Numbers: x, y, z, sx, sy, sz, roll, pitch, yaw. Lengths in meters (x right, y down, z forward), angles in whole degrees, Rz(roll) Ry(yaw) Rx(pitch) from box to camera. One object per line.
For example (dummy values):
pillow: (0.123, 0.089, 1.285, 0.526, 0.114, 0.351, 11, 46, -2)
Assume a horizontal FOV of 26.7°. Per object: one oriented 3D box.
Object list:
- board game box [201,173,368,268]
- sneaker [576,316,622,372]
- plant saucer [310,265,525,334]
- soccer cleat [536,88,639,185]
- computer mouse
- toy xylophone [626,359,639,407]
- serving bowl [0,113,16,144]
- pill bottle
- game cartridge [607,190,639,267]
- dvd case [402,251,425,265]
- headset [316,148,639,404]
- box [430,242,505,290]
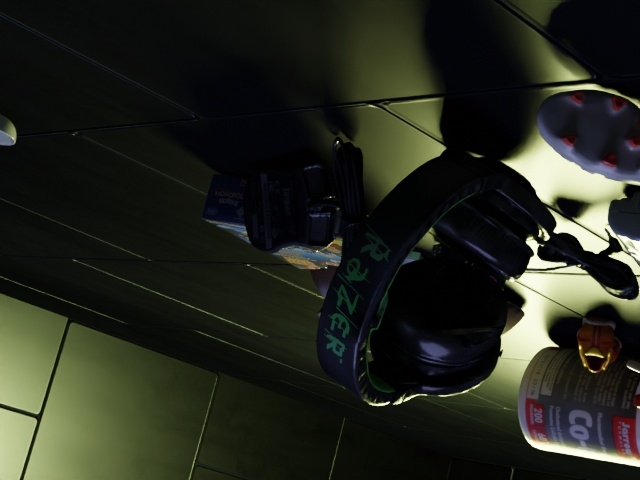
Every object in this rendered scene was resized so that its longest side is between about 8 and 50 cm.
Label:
board game box: (-0.011, -0.012, 1.621, 0.194, 0.060, 0.194, 9, 167, 25)
sneaker: (0.381, 0.153, 1.874, 0.064, 0.067, 0.175, 8, 167, 20)
plant saucer: (0.130, 0.091, 1.898, 0.311, 0.050, 0.310, 14, 170, 3)
soccer cleat: (0.259, -0.069, 1.064, 0.196, 0.068, 0.076, 13, 171, -7)
computer mouse: (0.000, 0.000, 1.428, 0.060, 0.184, 0.262, -5, 175, -28)
toy xylophone: (0.520, 0.202, 1.681, 0.236, 0.081, 0.323, 0, -170, -25)
serving bowl: (-0.393, -0.139, 1.575, 0.083, 0.027, 0.083, 14, 168, 3)
pill bottle: (0.451, 0.249, 1.990, 0.283, 0.161, 0.161, 4, 164, 39)
game cartridge: (0.436, 0.019, 1.272, 0.294, 0.060, 0.196, 8, 169, 29)
dvd case: (0.103, 0.030, 1.779, 0.087, 0.013, 0.119, 10, 168, 20)
headset: (0.158, 0.040, 1.284, 0.185, 0.243, 0.394, 32, -155, 27)
box: (0.177, 0.043, 1.637, 0.083, 0.062, 0.052, 20, 165, -23)
